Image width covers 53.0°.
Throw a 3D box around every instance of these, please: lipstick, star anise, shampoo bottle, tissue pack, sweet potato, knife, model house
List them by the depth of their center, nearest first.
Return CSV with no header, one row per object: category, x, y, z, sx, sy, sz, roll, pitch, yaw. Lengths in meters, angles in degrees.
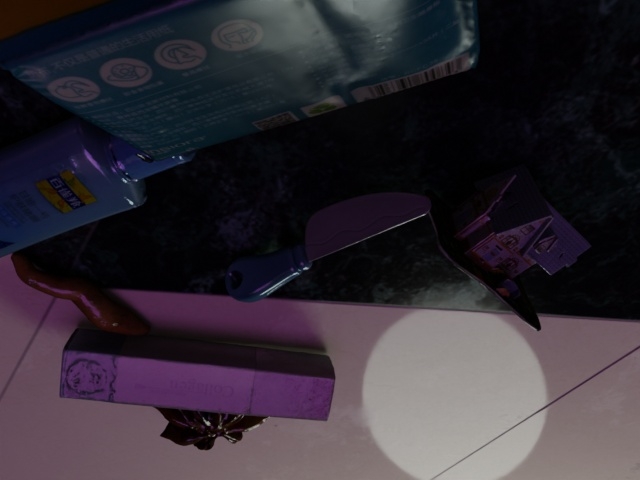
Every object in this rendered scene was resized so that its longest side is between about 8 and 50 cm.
tissue pack,-0.045,-0.164,0.416,0.270,0.134,0.192,-14,166,11
shampoo bottle,-0.239,-0.056,0.592,0.258,0.061,0.104,-19,132,15
model house,0.190,-0.005,0.620,0.167,0.117,0.088,37,118,-26
knife,-0.001,-0.002,0.655,0.244,0.058,0.032,-28,152,24
sweet potato,-0.264,0.065,0.722,0.044,0.044,0.179,-35,126,27
lipstick,-0.144,0.164,0.783,0.317,0.068,0.066,8,104,-9
star anise,-0.145,0.241,0.875,0.167,0.057,0.168,0,132,0
